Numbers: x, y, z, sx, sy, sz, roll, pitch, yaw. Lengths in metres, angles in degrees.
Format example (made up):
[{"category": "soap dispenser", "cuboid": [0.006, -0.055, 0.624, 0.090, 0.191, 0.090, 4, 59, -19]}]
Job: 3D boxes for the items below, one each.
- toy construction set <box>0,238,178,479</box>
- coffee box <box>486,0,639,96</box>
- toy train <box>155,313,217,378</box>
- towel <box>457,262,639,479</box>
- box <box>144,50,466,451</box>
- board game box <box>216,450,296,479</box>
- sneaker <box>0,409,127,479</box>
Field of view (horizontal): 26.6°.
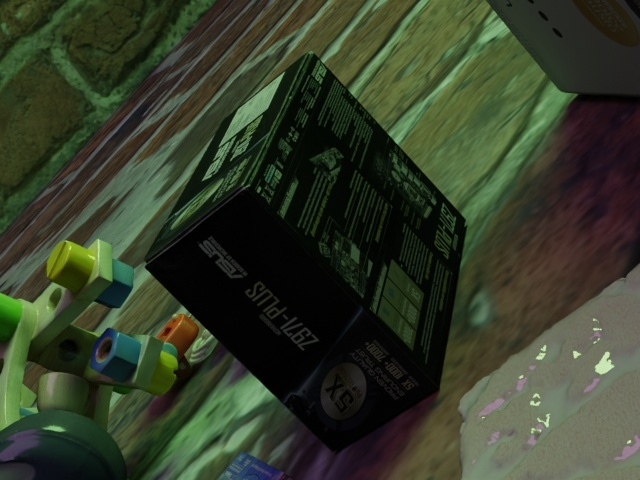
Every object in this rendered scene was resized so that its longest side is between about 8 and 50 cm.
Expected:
[{"category": "toy construction set", "cuboid": [-0.229, 0.140, 0.958, 0.328, 0.151, 0.215, -34, 41, 57]}, {"category": "coffee box", "cuboid": [0.205, -0.304, 0.677, 0.338, 0.337, 0.334, -44, 16, -5]}, {"category": "toy train", "cuboid": [-0.073, 0.065, 0.970, 0.125, 0.046, 0.166, -53, 15, -20]}, {"category": "towel", "cuboid": [0.171, 0.048, 0.378, 0.332, 0.053, 0.317, -37, 17, 22]}, {"category": "box", "cuboid": [0.000, 0.000, 0.754, 0.077, 0.147, 0.180, -36, 18, 27]}, {"category": "board game box", "cuboid": [-0.051, 0.156, 0.710, 0.090, 0.020, 0.090, -49, 16, -14]}, {"category": "sneaker", "cuboid": [-0.226, 0.238, 0.767, 0.319, 0.112, 0.131, -51, 7, 7]}]
